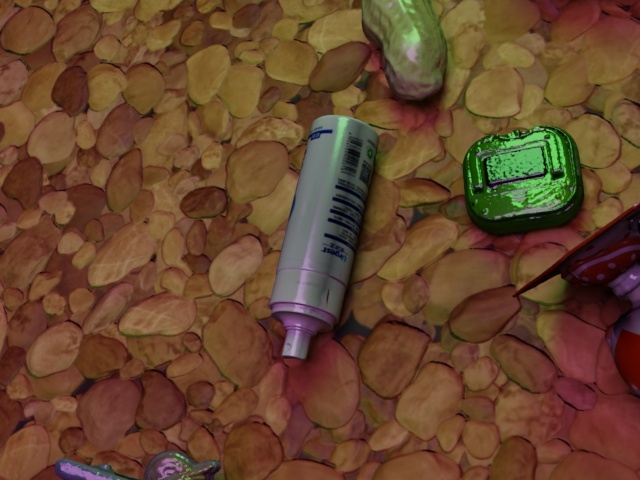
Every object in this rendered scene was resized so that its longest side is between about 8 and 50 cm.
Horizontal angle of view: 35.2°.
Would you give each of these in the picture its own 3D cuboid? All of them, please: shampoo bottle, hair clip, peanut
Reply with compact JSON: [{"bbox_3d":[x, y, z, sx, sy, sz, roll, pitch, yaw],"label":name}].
[{"bbox_3d":[0.000,0.000,1.235,0.092,0.092,0.303,5,70,22],"label":"shampoo bottle"},{"bbox_3d":[-0.198,0.310,1.169,0.278,0.090,0.137,3,77,22],"label":"hair clip"},{"bbox_3d":[0.109,-0.273,1.317,0.098,0.090,0.214,-16,61,0],"label":"peanut"}]

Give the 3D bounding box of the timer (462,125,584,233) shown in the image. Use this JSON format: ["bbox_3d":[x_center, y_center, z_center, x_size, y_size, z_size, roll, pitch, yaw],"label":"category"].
[{"bbox_3d":[0.239,-0.074,1.203,0.140,0.047,0.128,-9,64,17],"label":"timer"}]

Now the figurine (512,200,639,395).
[{"bbox_3d":[0.349,0.085,1.023,0.183,0.160,0.226,-43,74,37],"label":"figurine"}]
